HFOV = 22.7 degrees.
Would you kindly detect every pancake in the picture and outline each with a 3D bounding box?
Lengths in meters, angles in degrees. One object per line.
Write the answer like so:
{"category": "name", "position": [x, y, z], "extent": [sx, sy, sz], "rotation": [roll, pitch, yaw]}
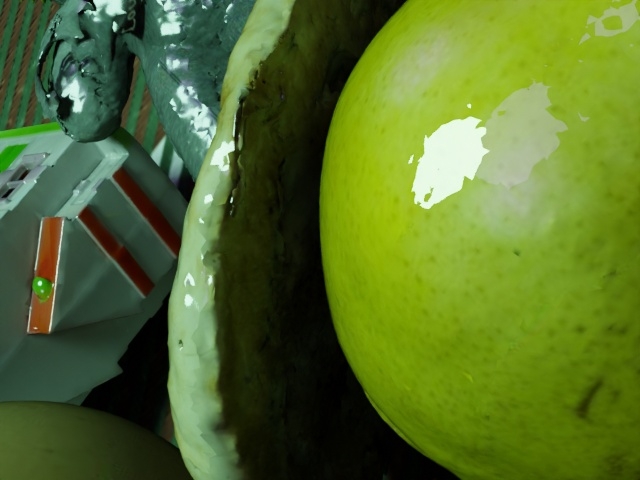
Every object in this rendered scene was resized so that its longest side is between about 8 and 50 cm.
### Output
{"category": "pancake", "position": [0.002, 0.000, 0.856], "extent": [0.065, 0.356, 0.356], "rotation": [8, 80, 15]}

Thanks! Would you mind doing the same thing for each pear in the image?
{"category": "pear", "position": [0.149, -0.025, 0.686], "extent": [0.336, 0.284, 0.285], "rotation": [132, 141, -61]}

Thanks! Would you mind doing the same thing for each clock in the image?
{"category": "clock", "position": [-0.260, 0.066, 1.121], "extent": [0.235, 0.166, 0.309], "rotation": [-3, 43, 48]}

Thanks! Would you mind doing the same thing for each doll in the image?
{"category": "doll", "position": [-0.105, -0.183, 1.051], "extent": [0.246, 0.158, 0.340], "rotation": [-38, 58, 16]}

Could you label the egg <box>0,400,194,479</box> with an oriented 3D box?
{"category": "egg", "position": [-0.166, 0.236, 0.841], "extent": [0.301, 0.301, 0.374], "rotation": [-56, 11, 18]}

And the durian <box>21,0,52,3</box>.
{"category": "durian", "position": [-0.240, -0.287, 1.328], "extent": [0.146, 0.159, 0.198], "rotation": [-46, 45, 28]}
